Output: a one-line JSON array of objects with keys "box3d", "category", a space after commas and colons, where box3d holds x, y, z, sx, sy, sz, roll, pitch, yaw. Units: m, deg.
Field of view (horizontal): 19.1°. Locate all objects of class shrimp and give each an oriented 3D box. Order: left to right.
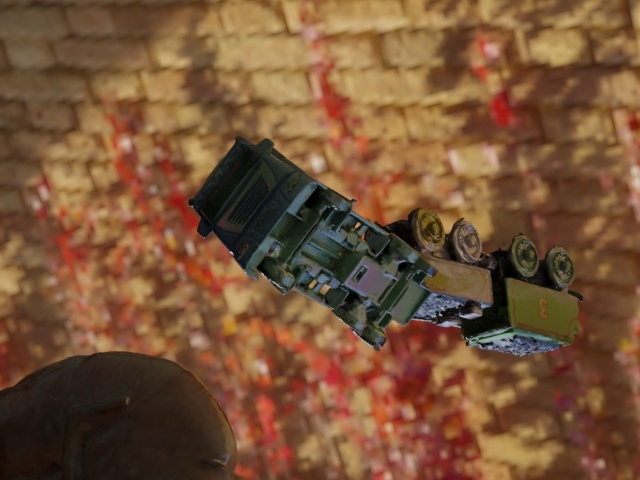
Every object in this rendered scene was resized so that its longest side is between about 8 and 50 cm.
[{"box3d": [-0.152, 0.184, 0.928, 0.178, 0.289, 0.075, 23, -177, 24], "category": "shrimp"}]

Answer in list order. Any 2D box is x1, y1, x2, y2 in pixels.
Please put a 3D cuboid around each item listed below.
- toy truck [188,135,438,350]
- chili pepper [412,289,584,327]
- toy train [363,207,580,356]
[{"box3d": [0.000, 0.000, 1.077, 0.081, 0.175, 0.067, 41, -84, 35], "category": "toy truck"}, {"box3d": [0.139, 0.050, 1.767, 0.204, 0.072, 0.073, 6, -146, 4], "category": "chili pepper"}, {"box3d": [0.109, 0.033, 1.349, 0.202, 0.081, 0.060, 15, 155, -42], "category": "toy train"}]
